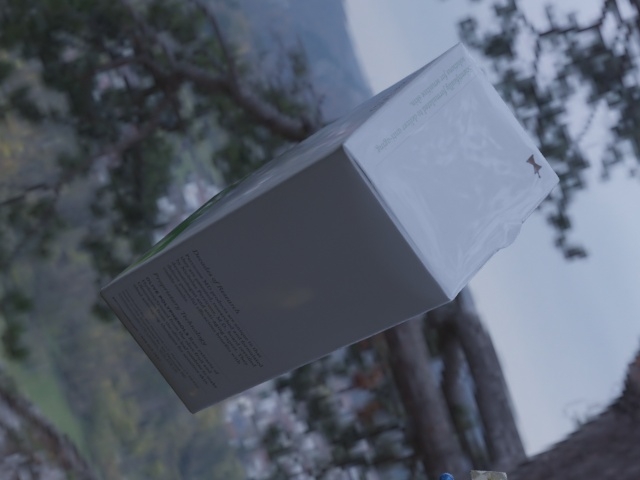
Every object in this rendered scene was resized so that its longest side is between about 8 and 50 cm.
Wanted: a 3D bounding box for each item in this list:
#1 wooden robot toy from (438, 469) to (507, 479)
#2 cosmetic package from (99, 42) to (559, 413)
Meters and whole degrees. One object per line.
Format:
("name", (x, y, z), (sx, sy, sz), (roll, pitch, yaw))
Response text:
("wooden robot toy", (0.103, 0.254, 1.145), (0.173, 0.076, 0.079), (-53, 157, -49))
("cosmetic package", (0.000, 0.000, 1.298), (0.155, 0.365, 0.197), (53, 46, -6))
